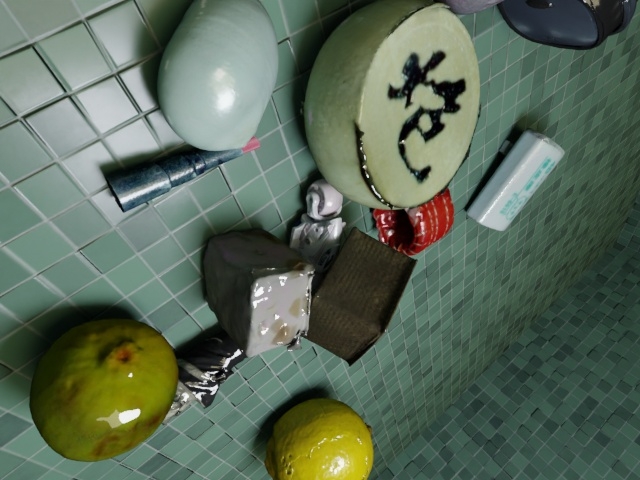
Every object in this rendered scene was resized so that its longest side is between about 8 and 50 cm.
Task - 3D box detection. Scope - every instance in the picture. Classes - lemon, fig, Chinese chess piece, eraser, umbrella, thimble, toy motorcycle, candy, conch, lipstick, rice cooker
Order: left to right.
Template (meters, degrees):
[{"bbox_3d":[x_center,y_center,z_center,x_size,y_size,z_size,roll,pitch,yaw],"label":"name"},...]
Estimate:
[{"bbox_3d":[-0.337,0.244,0.635,0.207,0.207,0.230,7,114,-45],"label":"fig"},{"bbox_3d":[-0.194,-0.112,0.608,0.234,0.053,0.054,-28,135,-26],"label":"lipstick"},{"bbox_3d":[-0.190,0.233,0.829,0.357,0.113,0.106,-33,139,-22],"label":"umbrella"},{"bbox_3d":[-0.123,-0.228,0.552,0.221,0.120,0.185,-67,166,13],"label":"conch"},{"bbox_3d":[-0.114,0.094,0.731,0.137,0.195,0.185,-15,125,-36],"label":"candy"},{"bbox_3d":[0.000,0.594,1.140,0.297,0.297,0.297,-23,133,-28],"label":"lemon"},{"bbox_3d":[0.000,0.000,0.824,0.112,0.112,0.255,-13,127,-35],"label":"toy motorcycle"},{"bbox_3d":[0.137,-0.225,0.708,0.349,0.146,0.350,-19,121,-35],"label":"Chinese chess piece"},{"bbox_3d":[0.210,-0.065,0.922,0.125,0.163,0.190,-31,136,-23],"label":"thimble"},{"bbox_3d":[0.561,-0.265,1.196,0.083,0.019,0.038,14,111,-47],"label":"eraser"},{"bbox_3d":[0.579,-0.173,1.200,0.189,0.104,0.290,4,124,-46],"label":"eraser"},{"bbox_3d":[0.498,-0.522,0.776,0.267,0.267,0.225,17,105,-47],"label":"rice cooker"}]

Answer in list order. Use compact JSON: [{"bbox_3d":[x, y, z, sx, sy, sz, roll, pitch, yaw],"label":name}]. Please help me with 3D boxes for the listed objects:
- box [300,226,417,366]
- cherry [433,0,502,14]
[{"bbox_3d":[0.066,0.128,0.844,0.184,0.143,0.273,-59,174,-30],"label":"box"},{"bbox_3d":[0.264,-0.460,0.670,0.176,0.176,0.140,-25,116,-26],"label":"cherry"}]
